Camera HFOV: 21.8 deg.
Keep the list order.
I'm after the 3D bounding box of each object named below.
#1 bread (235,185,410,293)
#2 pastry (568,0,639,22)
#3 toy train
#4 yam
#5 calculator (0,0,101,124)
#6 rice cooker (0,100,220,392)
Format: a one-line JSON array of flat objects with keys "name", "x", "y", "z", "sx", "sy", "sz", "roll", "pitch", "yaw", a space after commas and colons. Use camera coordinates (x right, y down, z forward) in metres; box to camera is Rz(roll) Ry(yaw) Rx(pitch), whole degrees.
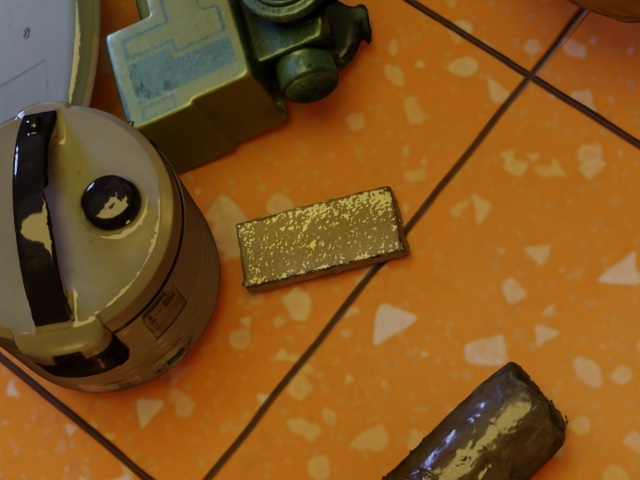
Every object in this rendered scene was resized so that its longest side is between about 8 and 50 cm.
[{"name": "bread", "x": 0.000, "y": 0.000, "z": 1.489, "sx": 0.154, "sy": 0.028, "sz": 0.068, "roll": -14, "pitch": 68, "yaw": 8}, {"name": "pastry", "x": 0.316, "y": -0.365, "z": 1.397, "sx": 0.388, "sy": 0.313, "sz": 0.388, "roll": -34, "pitch": 39, "yaw": 33}, {"name": "toy train", "x": -0.103, "y": -0.270, "z": 1.553, "sx": 0.237, "sy": 0.150, "sz": 0.369, "roll": -22, "pitch": 66, "yaw": 10}, {"name": "yam", "x": 0.095, "y": 0.212, "z": 1.358, "sx": 0.259, "sy": 0.093, "sz": 0.093, "roll": -43, "pitch": 68, "yaw": -5}, {"name": "calculator", "x": -0.272, "y": -0.197, "z": 1.566, "sx": 0.184, "sy": 0.042, "sz": 0.295, "roll": -22, "pitch": 64, "yaw": 42}, {"name": "rice cooker", "x": -0.208, "y": 0.012, "z": 1.415, "sx": 0.226, "sy": 0.244, "sz": 0.226, "roll": -3, "pitch": 70, "yaw": 7}]
